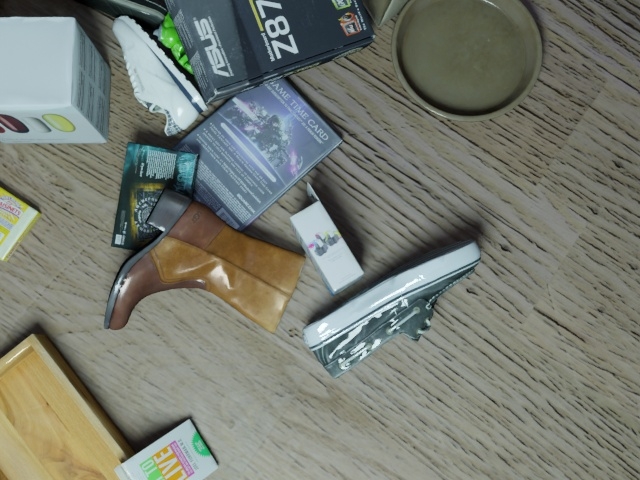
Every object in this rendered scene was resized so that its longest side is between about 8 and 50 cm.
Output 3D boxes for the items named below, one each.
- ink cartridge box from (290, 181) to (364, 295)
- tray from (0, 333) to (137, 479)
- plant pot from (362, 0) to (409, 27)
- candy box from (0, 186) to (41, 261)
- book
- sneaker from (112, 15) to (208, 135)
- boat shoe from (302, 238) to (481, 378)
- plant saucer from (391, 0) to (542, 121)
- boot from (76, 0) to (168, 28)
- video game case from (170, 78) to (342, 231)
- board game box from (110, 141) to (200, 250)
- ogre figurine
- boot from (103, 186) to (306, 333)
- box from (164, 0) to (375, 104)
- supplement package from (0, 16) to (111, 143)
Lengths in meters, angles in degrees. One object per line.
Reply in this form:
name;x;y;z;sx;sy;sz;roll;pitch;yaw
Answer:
ink cartridge box;0.000;0.000;1.221;0.061;0.104;0.181;-30;82;-6
tray;-0.419;0.377;1.170;0.202;0.076;0.411;-39;85;-7
plant pot;0.130;-0.477;1.303;0.096;0.109;0.109;-29;82;-18
candy box;-0.608;-0.061;1.257;0.205;0.027;0.105;33;79;4
book;-0.245;0.367;1.155;0.144;0.035;0.096;-27;81;-49
sneaker;-0.306;-0.298;1.275;0.095;0.090;0.235;-40;82;3
boat shoe;0.135;0.117;1.212;0.335;0.121;0.119;-30;91;5
plant saucer;0.266;-0.346;1.313;0.277;0.041;0.278;0;81;-1
boot;-0.356;-0.499;1.297;0.236;0.085;0.179;23;82;10
video game case;-0.126;-0.159;1.284;0.274;0.026;0.196;-42;84;-8
board game box;-0.287;-0.069;1.246;0.126;0.026;0.186;11;93;1
ogre figurine;-0.210;-0.355;1.272;0.118;0.097;0.197;-42;125;-3
boot;-0.199;0.084;1.218;0.280;0.096;0.264;29;82;-15
box;-0.120;-0.472;1.219;0.318;0.097;0.395;-23;97;-19
supplement package;-0.478;-0.261;1.203;0.194;0.203;0.149;-1;81;-1
